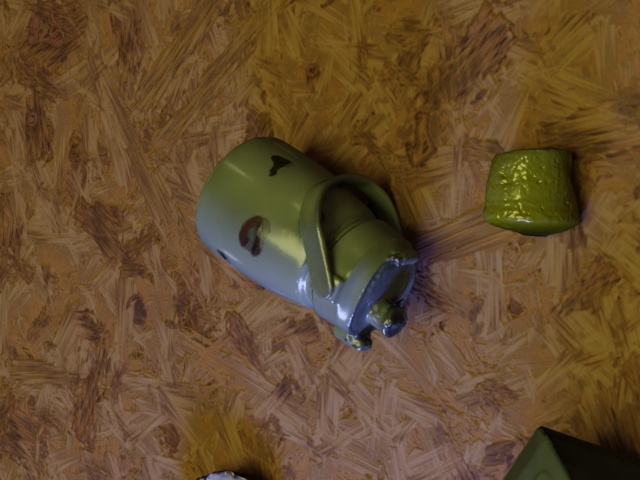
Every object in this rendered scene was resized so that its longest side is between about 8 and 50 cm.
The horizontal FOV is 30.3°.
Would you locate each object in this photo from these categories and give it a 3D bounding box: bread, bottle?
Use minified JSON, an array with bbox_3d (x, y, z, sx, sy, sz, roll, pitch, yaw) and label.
[{"bbox_3d":[0.276,-0.063,1.563,0.129,0.111,0.114,-1,86,38],"label":"bread"},{"bbox_3d":[0.000,0.000,1.746,0.351,0.229,0.229,35,117,34],"label":"bottle"}]

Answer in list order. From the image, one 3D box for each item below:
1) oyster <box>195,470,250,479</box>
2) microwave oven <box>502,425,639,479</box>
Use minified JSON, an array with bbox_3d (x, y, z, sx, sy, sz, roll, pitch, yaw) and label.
[{"bbox_3d":[-0.162,0.498,2.040,0.259,0.092,0.198,-23,80,32],"label":"oyster"},{"bbox_3d":[0.307,0.463,1.454,0.355,0.218,0.286,-61,23,20],"label":"microwave oven"}]
